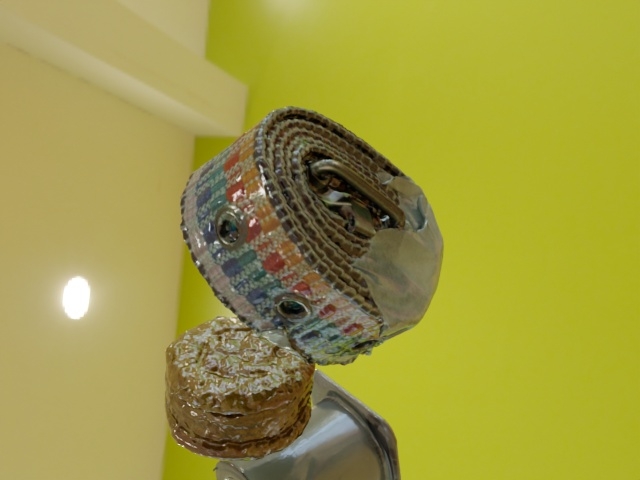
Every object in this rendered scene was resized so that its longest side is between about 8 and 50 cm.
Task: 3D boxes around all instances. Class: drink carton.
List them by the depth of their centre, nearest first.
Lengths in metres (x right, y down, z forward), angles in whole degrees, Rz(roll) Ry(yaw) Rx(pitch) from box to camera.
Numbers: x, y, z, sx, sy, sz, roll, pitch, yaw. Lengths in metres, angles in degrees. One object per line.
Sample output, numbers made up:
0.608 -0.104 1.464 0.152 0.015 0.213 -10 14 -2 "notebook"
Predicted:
-0.015 0.314 1.300 0.189 0.185 0.191 -29 -51 -31 "drink carton"

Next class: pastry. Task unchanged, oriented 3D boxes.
-0.096 0.170 1.158 0.189 0.188 0.103 -56 -27 -57 "pastry"

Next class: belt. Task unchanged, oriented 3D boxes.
0.000 0.000 0.948 0.257 0.150 0.207 36 -139 -29 "belt"
